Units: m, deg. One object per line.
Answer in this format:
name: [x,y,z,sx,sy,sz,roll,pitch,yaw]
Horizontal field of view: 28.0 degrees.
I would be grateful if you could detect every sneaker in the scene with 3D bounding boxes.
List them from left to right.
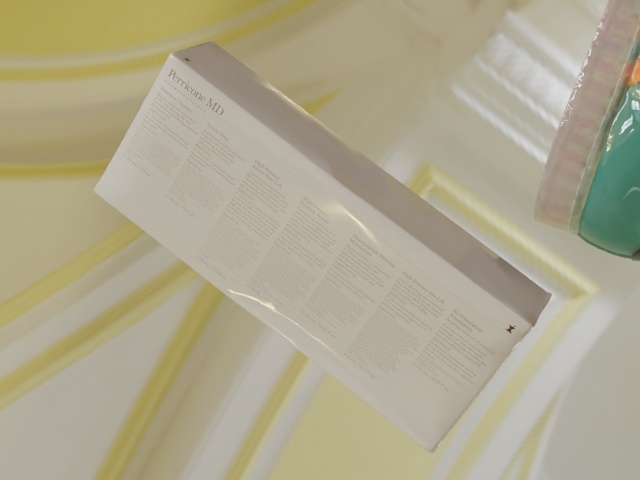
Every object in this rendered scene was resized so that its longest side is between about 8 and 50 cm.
sneaker: [0.234,-0.130,0.760,0.121,0.302,0.108,23,-165,16]

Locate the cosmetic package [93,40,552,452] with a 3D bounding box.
cosmetic package: [0.000,0.000,0.707,0.239,0.099,0.060,38,-153,7]
